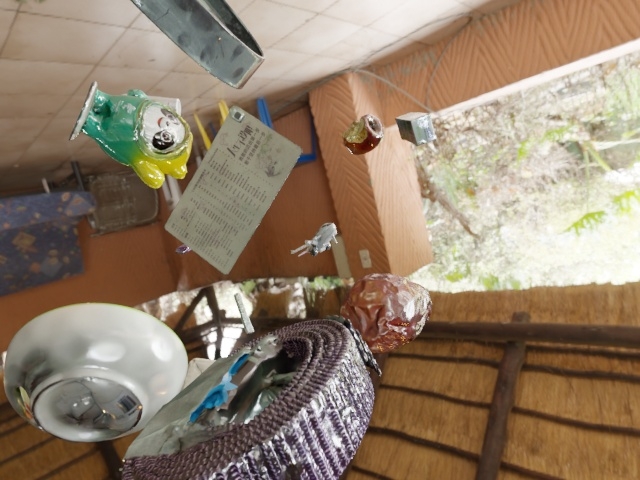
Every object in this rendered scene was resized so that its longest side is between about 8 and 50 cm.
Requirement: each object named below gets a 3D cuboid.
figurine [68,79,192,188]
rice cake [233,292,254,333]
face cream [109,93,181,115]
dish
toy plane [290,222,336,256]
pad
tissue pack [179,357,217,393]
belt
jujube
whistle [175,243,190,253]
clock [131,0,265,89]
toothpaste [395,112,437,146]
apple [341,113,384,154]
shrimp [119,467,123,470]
[{"bbox_3d":[-0.572,-0.333,1.301,0.339,0.324,0.231,24,146,-32],"label":"figurine"},{"bbox_3d":[-0.371,0.349,1.987,0.034,0.211,0.043,-20,-176,-32],"label":"rice cake"},{"bbox_3d":[-0.683,-0.520,1.592,0.268,0.082,0.082,4,-177,-9],"label":"face cream"},{"bbox_3d":[-0.420,0.279,0.767,0.323,0.324,0.124,-15,-147,-5],"label":"dish"},{"bbox_3d":[0.000,0.000,1.155,0.162,0.066,0.171,-24,176,-35],"label":"toy plane"},{"bbox_3d":[-0.161,-0.089,0.733,0.265,0.159,0.009,-58,168,9],"label":"pad"},{"bbox_3d":[-0.291,0.544,1.098,0.207,0.381,0.297,9,-140,-10],"label":"tissue pack"},{"bbox_3d":[-0.074,0.211,0.501,0.260,0.122,0.325,-16,-168,32],"label":"belt"},{"bbox_3d":[0.195,0.188,1.120,0.216,0.217,0.342,-11,169,34],"label":"jujube"},{"bbox_3d":[-0.451,0.005,1.494,0.033,0.033,0.176,-11,-161,33],"label":"whistle"},{"bbox_3d":[-0.252,-0.442,0.727,0.076,0.386,0.386,-39,178,16],"label":"clock"},{"bbox_3d":[0.309,-0.372,1.364,0.067,0.081,0.336,-19,-164,7],"label":"toothpaste"},{"bbox_3d":[0.176,-0.430,1.701,0.147,0.156,0.158,27,144,-28],"label":"apple"},{"bbox_3d":[-0.281,0.384,0.681,0.073,0.075,0.190,-28,-145,-2],"label":"shrimp"}]
